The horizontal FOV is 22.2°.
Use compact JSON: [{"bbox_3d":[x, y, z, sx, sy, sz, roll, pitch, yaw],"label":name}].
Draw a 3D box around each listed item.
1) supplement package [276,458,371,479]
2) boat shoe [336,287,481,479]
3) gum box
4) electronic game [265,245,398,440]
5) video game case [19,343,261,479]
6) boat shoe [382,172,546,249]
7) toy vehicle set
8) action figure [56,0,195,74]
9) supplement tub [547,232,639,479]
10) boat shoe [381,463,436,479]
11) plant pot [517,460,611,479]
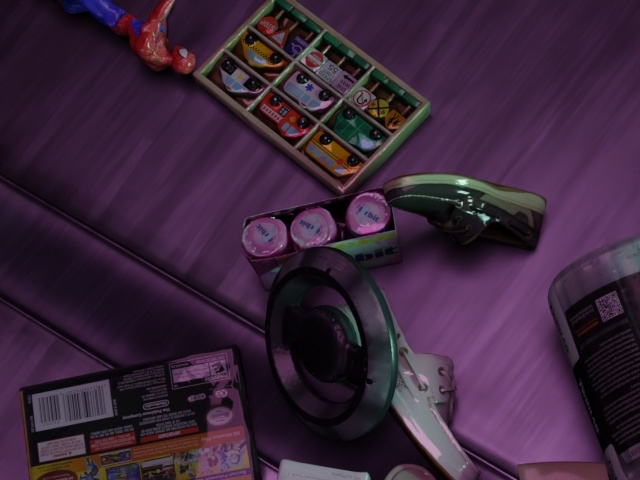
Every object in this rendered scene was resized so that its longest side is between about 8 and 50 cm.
[{"bbox_3d":[-0.006,0.353,1.851,0.105,0.105,0.179,8,70,9],"label":"supplement package"},{"bbox_3d":[0.116,0.168,1.912,0.096,0.098,0.277,-33,67,-5],"label":"boat shoe"},{"bbox_3d":[0.000,0.000,1.987,0.188,0.107,0.062,-12,68,3],"label":"gum box"},{"bbox_3d":[0.010,0.120,1.897,0.048,0.229,0.229,-10,61,-39],"label":"electronic game"},{"bbox_3d":[-0.212,0.270,1.949,0.274,0.035,0.248,-12,68,2],"label":"video game case"},{"bbox_3d":[0.177,-0.032,1.951,0.223,0.080,0.073,8,74,-30],"label":"boat shoe"},{"bbox_3d":[-0.012,-0.189,2.101,0.267,0.035,0.166,39,78,19],"label":"toy vehicle set"},{"bbox_3d":[-0.253,-0.325,2.153,0.280,0.091,0.139,38,87,19],"label":"action figure"},{"bbox_3d":[0.391,0.163,1.827,0.193,0.193,0.316,-17,67,0],"label":"supplement tub"},{"bbox_3d":[0.095,0.421,1.820,0.112,0.095,0.335,6,62,-23],"label":"boat shoe"},{"bbox_3d":[0.285,0.302,1.826,0.096,0.109,0.109,-15,67,8],"label":"plant pot"}]
